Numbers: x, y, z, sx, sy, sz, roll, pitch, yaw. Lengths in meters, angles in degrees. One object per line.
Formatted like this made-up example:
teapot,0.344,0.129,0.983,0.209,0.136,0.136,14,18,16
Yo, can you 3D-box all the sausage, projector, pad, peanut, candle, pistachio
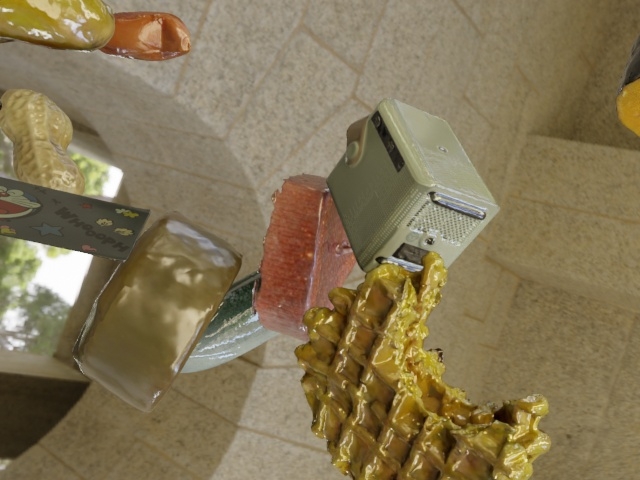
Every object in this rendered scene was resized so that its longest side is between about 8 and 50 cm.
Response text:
sausage,-0.311,-0.360,1.273,0.180,0.089,0.089,5,-103,5
projector,0.124,-0.076,1.057,0.177,0.164,0.242,-52,-142,31
pad,-0.337,-0.035,0.860,0.170,0.246,0.006,-97,-159,-69
peanut,-0.563,-0.188,1.470,0.136,0.120,0.298,-21,-113,-13
candle,0.000,0.000,1.251,0.132,0.287,0.316,13,-128,18
pistachio,-0.294,-0.239,0.695,0.190,0.110,0.100,9,-104,0

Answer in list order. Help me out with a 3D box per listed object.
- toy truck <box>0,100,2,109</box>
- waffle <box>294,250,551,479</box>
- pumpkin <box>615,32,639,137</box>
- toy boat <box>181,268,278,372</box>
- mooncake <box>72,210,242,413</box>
toy truck,-0.515,-0.178,1.079,0.054,0.049,0.083,27,-63,19
waffle,0.117,0.194,0.908,0.261,0.151,0.324,-46,-115,29
pumpkin,0.511,-0.202,0.860,0.139,0.222,0.317,-55,-146,-11
toy boat,-0.200,0.173,1.460,0.092,0.320,0.141,17,-50,60
mooncake,-0.241,0.100,1.071,0.156,0.284,0.284,30,-85,-5
